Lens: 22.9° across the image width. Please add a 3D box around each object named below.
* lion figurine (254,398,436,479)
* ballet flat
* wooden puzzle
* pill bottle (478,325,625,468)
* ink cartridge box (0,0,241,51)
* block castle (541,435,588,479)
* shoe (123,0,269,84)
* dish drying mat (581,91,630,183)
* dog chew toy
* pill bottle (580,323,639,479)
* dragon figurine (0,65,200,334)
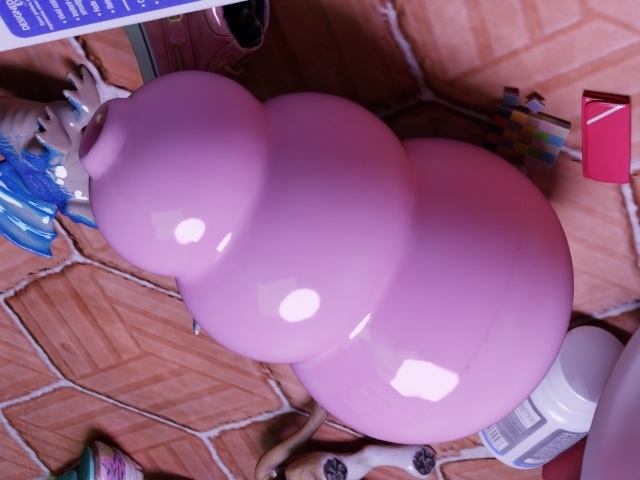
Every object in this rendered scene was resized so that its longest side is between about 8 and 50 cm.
[{"bbox_3d":[0.042,0.299,1.535,0.240,0.142,0.392,-16,111,50],"label":"lion figurine"},{"bbox_3d":[-0.235,0.265,1.698,0.079,0.076,0.221,10,156,-19],"label":"ballet flat"},{"bbox_3d":[0.136,-0.069,1.048,0.049,0.006,0.083,19,148,2],"label":"wooden puzzle"},{"bbox_3d":[0.183,0.122,1.239,0.078,0.078,0.137,26,147,-9],"label":"pill bottle"},{"bbox_3d":[-0.103,-0.197,0.858,0.333,0.065,0.165,-10,140,12],"label":"ink cartridge box"},{"bbox_3d":[0.288,0.362,1.195,0.303,0.453,0.213,26,139,-11],"label":"block castle"},{"bbox_3d":[-0.071,-0.119,1.033,0.081,0.063,0.178,9,142,27],"label":"shoe"},{"bbox_3d":[0.185,-0.065,1.026,0.032,0.008,0.083,9,146,16],"label":"dish drying mat"},{"bbox_3d":[0.000,0.000,1.017,0.332,0.206,0.207,26,148,-24],"label":"dog chew toy"},{"bbox_3d":[0.403,0.190,1.079,0.408,0.229,0.229,26,147,-10],"label":"pill bottle"},{"bbox_3d":[-0.199,-0.044,1.192,0.144,0.085,0.289,-12,131,43],"label":"dragon figurine"}]
